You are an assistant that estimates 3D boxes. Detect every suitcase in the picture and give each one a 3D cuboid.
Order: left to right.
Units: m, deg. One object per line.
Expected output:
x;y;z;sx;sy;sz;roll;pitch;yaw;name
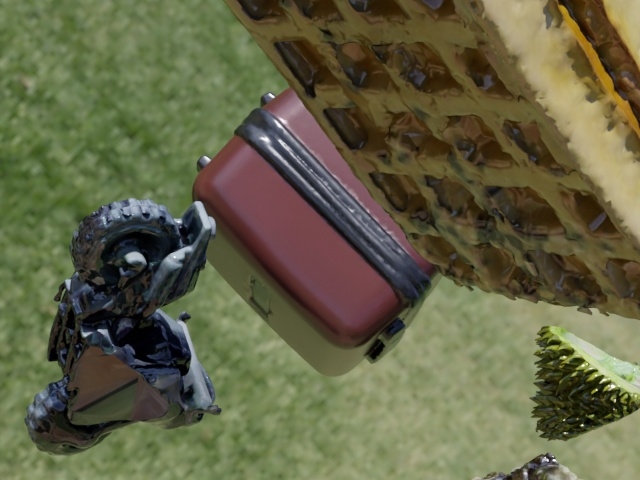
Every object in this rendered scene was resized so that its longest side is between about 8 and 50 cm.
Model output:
0.000;0.000;1.593;0.236;0.161;0.297;45;-10;6;suitcase

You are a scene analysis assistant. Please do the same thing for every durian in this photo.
0.212;0.113;1.331;0.100;0.086;0.215;6;3;6;durian

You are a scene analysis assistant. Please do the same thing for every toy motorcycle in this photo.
-0.140;0.074;1.359;0.159;0.270;0.106;0;43;-27;toy motorcycle

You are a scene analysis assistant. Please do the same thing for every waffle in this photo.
0.087;-0.114;1.009;0.261;0.114;0.376;7;-37;53;waffle

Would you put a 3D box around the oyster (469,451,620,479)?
0.183;0.305;1.641;0.083;0.223;0.214;28;-8;-36;oyster
